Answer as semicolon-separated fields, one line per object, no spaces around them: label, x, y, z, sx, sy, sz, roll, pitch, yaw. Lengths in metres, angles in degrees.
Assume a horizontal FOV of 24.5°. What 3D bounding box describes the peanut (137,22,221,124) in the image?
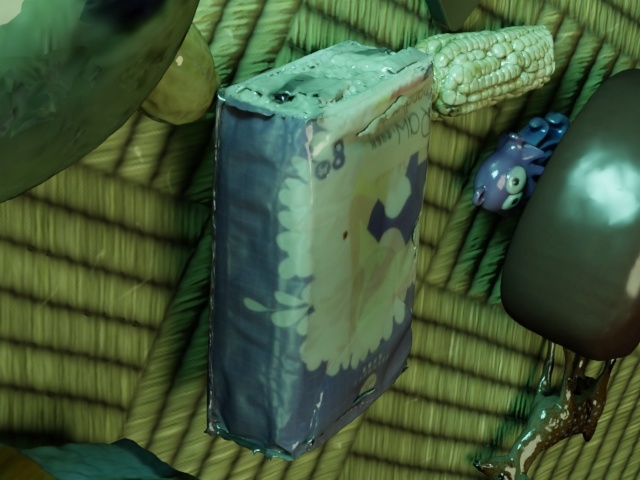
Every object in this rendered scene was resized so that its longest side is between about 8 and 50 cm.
peanut;-0.155;-0.159;1.198;0.098;0.090;0.214;-55;137;1

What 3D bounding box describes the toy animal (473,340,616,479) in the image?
toy animal;0.288;0.234;1.829;0.244;0.087;0.259;-5;110;-41

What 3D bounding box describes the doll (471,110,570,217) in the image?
doll;0.226;-0.088;1.628;0.206;0.067;0.110;-37;141;-40

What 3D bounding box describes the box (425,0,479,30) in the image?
box;0.132;-0.271;1.446;0.091;0.031;0.126;-54;153;-9

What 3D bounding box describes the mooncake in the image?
mooncake;0.340;-0.013;1.659;0.326;0.174;0.333;-51;155;-33

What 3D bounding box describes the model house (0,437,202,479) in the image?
model house;-0.283;0.340;1.177;0.339;0.297;0.360;8;104;-43

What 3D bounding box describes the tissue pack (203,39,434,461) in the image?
tissue pack;0.000;0.000;1.370;0.242;0.125;0.343;-31;130;-53

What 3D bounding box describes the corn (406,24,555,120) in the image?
corn;0.174;-0.176;1.517;0.211;0.087;0.087;-15;119;-38

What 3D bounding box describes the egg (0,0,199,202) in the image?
egg;-0.267;-0.174;0.893;0.428;0.345;0.345;-37;132;-20
